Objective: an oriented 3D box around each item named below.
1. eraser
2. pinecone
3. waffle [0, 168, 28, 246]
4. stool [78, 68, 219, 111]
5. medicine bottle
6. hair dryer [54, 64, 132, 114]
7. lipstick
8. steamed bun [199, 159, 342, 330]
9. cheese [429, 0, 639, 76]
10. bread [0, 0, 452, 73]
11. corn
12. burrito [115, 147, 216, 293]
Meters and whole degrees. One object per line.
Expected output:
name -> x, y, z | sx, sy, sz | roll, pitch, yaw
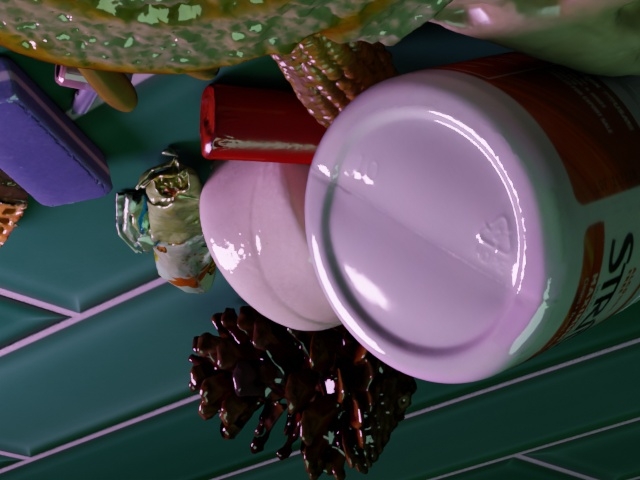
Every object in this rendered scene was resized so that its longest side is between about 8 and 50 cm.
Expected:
eraser -> -0.278, -0.098, 1.355 | 0.082, 0.036, 0.225 | -12, 154, 14
pinecone -> -0.029, 0.171, 1.747 | 0.292, 0.246, 0.246 | 3, 158, 19
waffle -> -0.365, -0.029, 1.478 | 0.102, 0.042, 0.148 | 8, 152, -27
stool -> -0.152, -0.177, 1.130 | 0.135, 0.134, 0.110 | 33, -179, 36
medicine bottle -> 0.150, -0.029, 1.202 | 0.252, 0.252, 0.241 | -30, 173, 42
hair dryer -> -0.214, -0.137, 1.293 | 0.063, 0.037, 0.114 | 8, 159, -21
lipstick -> 0.023, -0.104, 1.360 | 0.279, 0.073, 0.073 | 3, 154, -18
steamed bun -> 0.000, 0.000, 1.466 | 0.146, 0.164, 0.241 | -23, 150, 36
cheese -> 0.255, -0.243, 1.046 | 0.328, 0.130, 0.351 | 12, 150, -42
bread -> -0.045, -0.240, 0.877 | 0.395, 0.239, 0.264 | 0, 159, -13
corn -> -0.010, -0.182, 1.161 | 0.097, 0.097, 0.320 | -12, 152, 15
burrito -> -0.167, -0.013, 1.543 | 0.104, 0.054, 0.288 | -1, 156, -3
